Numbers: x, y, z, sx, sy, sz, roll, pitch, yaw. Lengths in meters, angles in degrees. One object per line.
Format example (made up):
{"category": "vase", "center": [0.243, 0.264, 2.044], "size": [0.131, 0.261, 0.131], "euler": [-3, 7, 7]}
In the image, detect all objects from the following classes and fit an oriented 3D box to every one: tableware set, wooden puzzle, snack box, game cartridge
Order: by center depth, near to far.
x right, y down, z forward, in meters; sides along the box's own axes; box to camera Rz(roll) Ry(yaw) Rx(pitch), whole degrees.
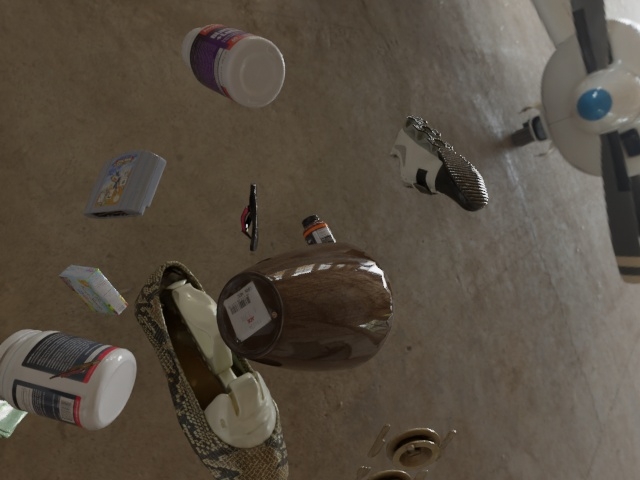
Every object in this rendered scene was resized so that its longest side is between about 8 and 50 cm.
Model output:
{"category": "tableware set", "center": [0.131, 0.374, 0.682], "size": [0.128, 0.194, 0.039], "euler": [12, 28, -16]}
{"category": "wooden puzzle", "center": [-0.414, 0.219, 0.729], "size": [0.049, 0.083, 0.006], "euler": [-25, 97, -78]}
{"category": "game cartridge", "center": [-0.565, -0.161, 1.223], "size": [0.062, 0.297, 0.198], "euler": [27, 68, -48]}
{"category": "snack box", "center": [-0.874, 0.193, 1.649], "size": [0.070, 0.175, 0.207], "euler": [-60, 142, -38]}

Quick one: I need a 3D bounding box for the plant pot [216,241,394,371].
{"category": "plant pot", "center": [-0.034, 0.100, 0.625], "size": [0.230, 0.215, 0.215], "euler": [10, 70, -60]}

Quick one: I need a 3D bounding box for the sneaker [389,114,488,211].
{"category": "sneaker", "center": [0.284, -0.163, 1.072], "size": [0.123, 0.146, 0.330], "euler": [6, 42, -33]}

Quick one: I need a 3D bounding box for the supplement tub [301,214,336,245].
{"category": "supplement tub", "center": [0.000, 0.000, 1.637], "size": [0.106, 0.106, 0.197], "euler": [-9, 64, -44]}

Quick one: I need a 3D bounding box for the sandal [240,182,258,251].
{"category": "sandal", "center": [-0.172, -0.054, 1.029], "size": [0.040, 0.067, 0.179], "euler": [-3, 67, -6]}

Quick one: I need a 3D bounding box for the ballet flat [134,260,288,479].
{"category": "ballet flat", "center": [-0.198, 0.234, 0.782], "size": [0.164, 0.182, 0.482], "euler": [-16, 60, -43]}

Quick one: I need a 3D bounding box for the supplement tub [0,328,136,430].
{"category": "supplement tub", "center": [-0.612, 0.328, 1.027], "size": [0.272, 0.191, 0.191], "euler": [13, 61, 5]}

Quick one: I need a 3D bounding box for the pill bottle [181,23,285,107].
{"category": "pill bottle", "center": [-0.157, -0.302, 0.723], "size": [0.108, 0.193, 0.108], "euler": [-26, 134, -31]}

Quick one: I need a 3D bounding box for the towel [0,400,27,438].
{"category": "towel", "center": [-1.126, 0.491, 1.463], "size": [0.324, 0.038, 0.248], "euler": [58, 3, -17]}
